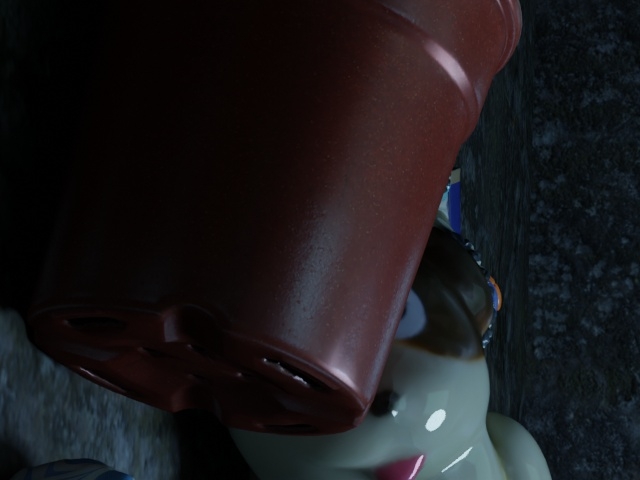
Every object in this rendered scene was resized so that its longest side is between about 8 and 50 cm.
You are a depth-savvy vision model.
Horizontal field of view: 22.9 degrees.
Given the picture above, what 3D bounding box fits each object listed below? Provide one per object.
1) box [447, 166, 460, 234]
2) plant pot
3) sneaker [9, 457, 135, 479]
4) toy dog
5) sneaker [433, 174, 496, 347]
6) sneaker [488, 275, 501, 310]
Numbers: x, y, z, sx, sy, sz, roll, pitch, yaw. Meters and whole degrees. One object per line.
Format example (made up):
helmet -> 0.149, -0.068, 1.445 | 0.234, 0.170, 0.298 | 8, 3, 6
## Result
box -> 0.074, 0.037, 1.584 | 0.036, 0.136, 0.225 | -20, 111, -62
plant pot -> -0.039, -0.040, 0.934 | 0.272, 0.272, 0.265 | 63, 39, -62
sneaker -> -0.119, 0.208, 0.937 | 0.237, 0.086, 0.085 | 74, 20, -52
toy dog -> 0.053, 0.179, 1.240 | 0.395, 0.285, 0.408 | -96, 176, -51
sneaker -> 0.076, 0.025, 1.457 | 0.122, 0.110, 0.283 | -48, -139, 47
sneaker -> 0.075, 0.103, 1.502 | 0.083, 0.221, 0.087 | 49, 4, 2
